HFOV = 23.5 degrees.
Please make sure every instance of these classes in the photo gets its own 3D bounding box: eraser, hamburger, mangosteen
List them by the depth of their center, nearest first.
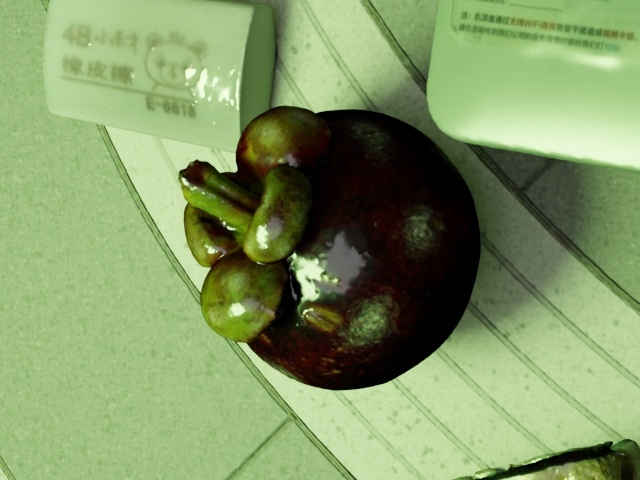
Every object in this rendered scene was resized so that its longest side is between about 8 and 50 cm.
[{"bbox_3d":[0.000,0.000,1.624,0.307,0.347,0.307,-20,62,44],"label":"mangosteen"},{"bbox_3d":[0.229,0.325,1.670,0.288,0.168,0.192,-18,90,26],"label":"hamburger"},{"bbox_3d":[-0.192,-0.211,1.812,0.270,0.095,0.174,13,107,23],"label":"eraser"}]

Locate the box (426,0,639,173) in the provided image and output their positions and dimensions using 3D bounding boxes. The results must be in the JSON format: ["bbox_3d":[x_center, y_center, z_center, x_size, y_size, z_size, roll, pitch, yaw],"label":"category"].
[{"bbox_3d":[0.301,-0.266,1.450,0.396,0.111,0.396,14,101,35],"label":"box"}]
